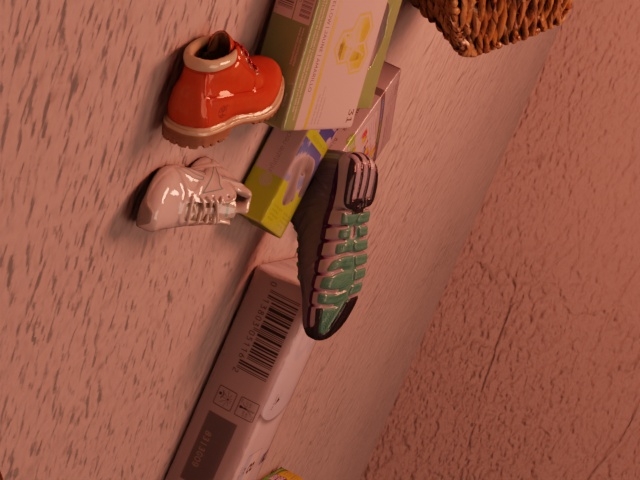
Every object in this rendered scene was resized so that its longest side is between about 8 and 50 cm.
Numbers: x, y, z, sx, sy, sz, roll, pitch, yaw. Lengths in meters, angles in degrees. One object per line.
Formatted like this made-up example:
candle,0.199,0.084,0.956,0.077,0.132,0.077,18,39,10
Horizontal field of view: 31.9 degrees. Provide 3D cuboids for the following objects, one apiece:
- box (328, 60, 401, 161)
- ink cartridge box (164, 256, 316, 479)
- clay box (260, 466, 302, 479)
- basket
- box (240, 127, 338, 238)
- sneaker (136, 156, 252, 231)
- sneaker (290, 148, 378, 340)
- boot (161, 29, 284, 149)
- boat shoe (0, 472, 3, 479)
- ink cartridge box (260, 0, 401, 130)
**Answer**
box,0.041,-0.121,1.439,0.186,0.038,0.145,-55,163,-31
ink cartridge box,-0.047,0.174,1.533,0.308,0.091,0.385,-67,165,9
clay box,-0.106,0.478,1.942,0.127,0.053,0.222,-65,165,5
basket,0.193,-0.407,1.377,0.213,0.223,0.299,-22,150,-18
box,-0.029,-0.096,1.213,0.178,0.042,0.109,-63,167,-3
sneaker,-0.108,-0.037,0.983,0.152,0.061,0.054,-33,148,-63
sneaker,0.000,0.000,1.303,0.083,0.098,0.224,-1,106,-54
boot,-0.072,-0.140,0.942,0.158,0.059,0.085,-42,150,-55
boat shoe,-0.260,0.151,0.770,0.060,0.064,0.178,-26,151,-17
ink cartridge box,0.032,-0.198,1.106,0.235,0.056,0.171,-10,122,-55
